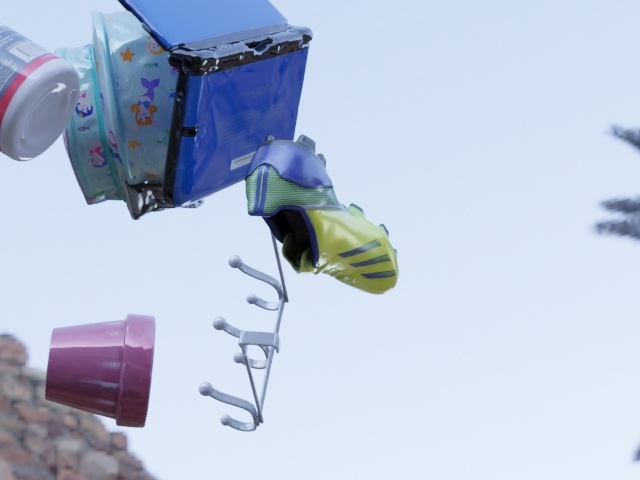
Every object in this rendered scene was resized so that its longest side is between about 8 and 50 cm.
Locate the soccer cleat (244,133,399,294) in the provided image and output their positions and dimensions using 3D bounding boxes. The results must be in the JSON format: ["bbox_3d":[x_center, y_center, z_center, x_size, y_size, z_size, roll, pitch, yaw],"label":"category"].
[{"bbox_3d":[-0.001,0.000,1.430,0.093,0.121,0.289,0,-30,30],"label":"soccer cleat"}]

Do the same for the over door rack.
[{"bbox_3d":[-0.103,0.110,1.914,0.108,0.239,0.324,11,-31,-2],"label":"over door rack"}]

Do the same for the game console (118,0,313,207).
[{"bbox_3d":[-0.146,-0.201,1.493,0.173,0.293,0.250,18,-69,20],"label":"game console"}]

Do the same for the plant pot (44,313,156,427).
[{"bbox_3d":[-0.390,0.226,2.309,0.180,0.201,0.201,5,-37,-8],"label":"plant pot"}]

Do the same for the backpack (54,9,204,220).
[{"bbox_3d":[-0.222,-0.163,1.583,0.191,0.225,0.253,-7,-20,-11],"label":"backpack"}]

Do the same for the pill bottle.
[{"bbox_3d":[-0.332,-0.163,1.251,0.180,0.108,0.108,31,-35,13],"label":"pill bottle"}]
